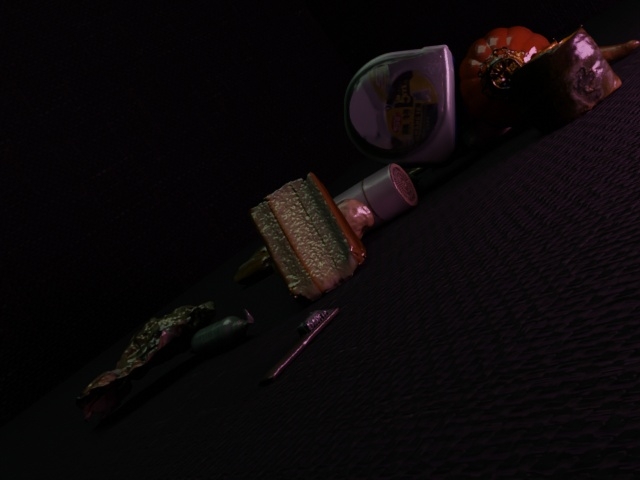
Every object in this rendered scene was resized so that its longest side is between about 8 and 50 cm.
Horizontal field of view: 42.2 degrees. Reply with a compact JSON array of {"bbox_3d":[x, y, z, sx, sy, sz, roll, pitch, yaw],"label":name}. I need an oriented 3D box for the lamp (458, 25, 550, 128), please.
[{"bbox_3d":[0.412,-0.355,1.813,0.223,0.223,0.196,-32,-4,16],"label":"lamp"}]

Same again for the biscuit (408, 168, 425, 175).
[{"bbox_3d":[0.280,-0.203,2.285,0.083,0.018,0.081,-31,6,25],"label":"biscuit"}]

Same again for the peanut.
[{"bbox_3d":[0.000,0.000,1.743,0.263,0.117,0.101,-27,18,30],"label":"peanut"}]

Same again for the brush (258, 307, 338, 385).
[{"bbox_3d":[-0.033,0.142,1.182,0.034,0.027,0.190,-32,7,41],"label":"brush"}]

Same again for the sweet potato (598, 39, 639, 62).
[{"bbox_3d":[0.621,-0.411,1.903,0.069,0.059,0.249,5,-11,-26],"label":"sweet potato"}]

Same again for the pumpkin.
[{"bbox_3d":[0.487,-0.330,1.600,0.280,0.139,0.190,-42,8,-40],"label":"pumpkin"}]

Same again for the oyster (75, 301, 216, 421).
[{"bbox_3d":[-0.363,0.231,1.699,0.354,0.107,0.201,-34,-15,-6],"label":"oyster"}]

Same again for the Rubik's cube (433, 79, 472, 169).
[{"bbox_3d":[0.331,-0.299,2.104,0.162,0.163,0.160,-42,9,-30],"label":"Rubik's cube"}]

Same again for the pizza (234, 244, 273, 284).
[{"bbox_3d":[-0.115,0.021,2.388,0.297,0.071,0.189,-37,6,-33],"label":"pizza"}]

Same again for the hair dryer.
[{"bbox_3d":[0.164,-0.107,1.902,0.173,0.108,0.357,-29,-1,27],"label":"hair dryer"}]

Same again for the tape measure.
[{"bbox_3d":[0.186,-0.294,1.857,0.262,0.259,0.138,-2,-3,11],"label":"tape measure"}]

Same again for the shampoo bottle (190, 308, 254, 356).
[{"bbox_3d":[-0.180,0.176,1.574,0.056,0.056,0.195,-39,8,-39],"label":"shampoo bottle"}]

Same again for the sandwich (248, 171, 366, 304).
[{"bbox_3d":[-0.029,-0.011,1.553,0.155,0.198,0.227,-33,6,5],"label":"sandwich"}]

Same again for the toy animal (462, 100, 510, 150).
[{"bbox_3d":[0.349,-0.321,1.948,0.124,0.212,0.124,-40,9,8],"label":"toy animal"}]
